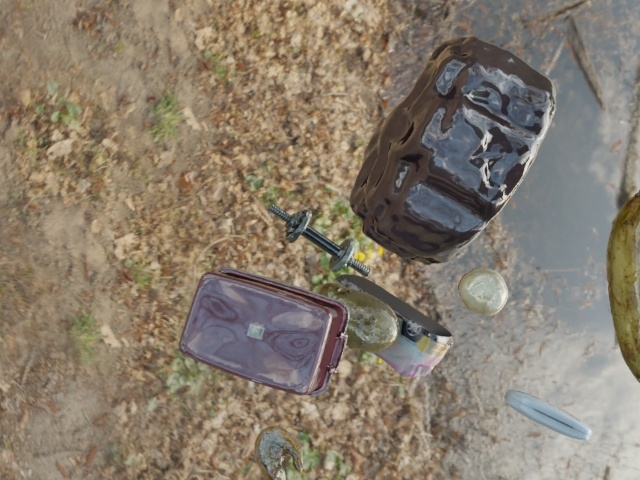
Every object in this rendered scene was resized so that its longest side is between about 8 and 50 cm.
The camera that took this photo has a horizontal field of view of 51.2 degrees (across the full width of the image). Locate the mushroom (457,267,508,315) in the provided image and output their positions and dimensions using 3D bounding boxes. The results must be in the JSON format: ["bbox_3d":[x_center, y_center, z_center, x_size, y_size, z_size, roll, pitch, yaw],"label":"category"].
[{"bbox_3d":[0.509,0.161,2.093,0.154,0.122,0.154,-1,83,4],"label":"mushroom"}]

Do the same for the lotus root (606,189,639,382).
[{"bbox_3d":[0.414,0.057,0.834,0.110,0.097,0.259,6,76,7],"label":"lotus root"}]

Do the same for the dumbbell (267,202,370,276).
[{"bbox_3d":[0.000,0.000,1.369,0.254,0.081,0.082,34,72,-15],"label":"dumbbell"}]

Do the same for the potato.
[{"bbox_3d":[0.094,0.212,1.840,0.165,0.262,0.165,-41,146,-35],"label":"potato"}]

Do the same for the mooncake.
[{"bbox_3d":[0.201,-0.142,1.104,0.212,0.351,0.381,26,120,-12],"label":"mooncake"}]

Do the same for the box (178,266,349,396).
[{"bbox_3d":[-0.103,0.164,1.211,0.293,0.167,0.193,16,84,8],"label":"box"}]

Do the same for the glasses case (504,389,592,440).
[{"bbox_3d":[0.447,0.343,1.314,0.178,0.067,0.045,26,88,1],"label":"glasses case"}]

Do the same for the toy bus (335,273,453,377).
[{"bbox_3d":[0.196,0.259,1.981,0.171,0.386,0.162,9,108,-56],"label":"toy bus"}]

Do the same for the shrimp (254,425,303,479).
[{"bbox_3d":[-0.107,0.584,1.772,0.051,0.132,0.188,16,44,-62],"label":"shrimp"}]
